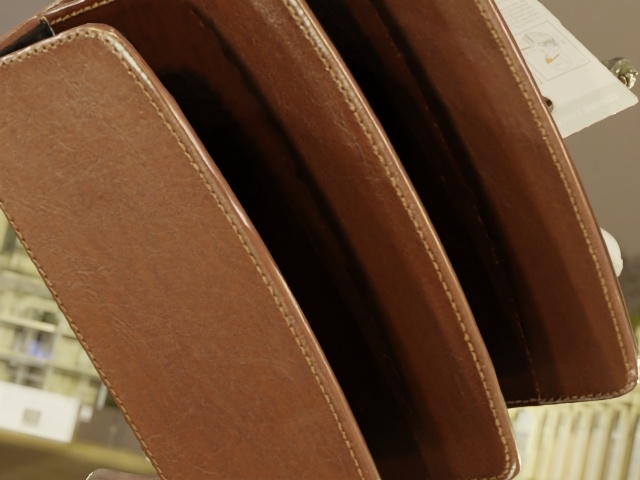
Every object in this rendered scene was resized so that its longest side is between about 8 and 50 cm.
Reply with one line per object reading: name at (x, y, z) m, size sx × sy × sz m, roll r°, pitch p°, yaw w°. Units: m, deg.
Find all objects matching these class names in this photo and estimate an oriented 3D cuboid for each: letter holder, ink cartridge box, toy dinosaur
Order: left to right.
letter holder at (0.000, 0.000, 0.720) m, size 0.214 × 0.152 × 0.302 m, roll -12°, pitch -66°, yaw 37°
ink cartridge box at (0.100, -0.194, 1.615) m, size 0.385 × 0.308 × 0.091 m, roll 49°, pitch -32°, yaw 27°
toy dinosaur at (0.294, -0.164, 1.759) m, size 0.118 × 0.064 × 0.268 m, roll -33°, pitch 1°, yaw 30°

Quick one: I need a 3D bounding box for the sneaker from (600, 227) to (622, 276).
sneaker at (0.126, -0.035, 1.148) m, size 0.232 × 0.115 × 0.090 m, roll 21°, pitch -44°, yaw 1°

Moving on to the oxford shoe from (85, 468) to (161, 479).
oxford shoe at (-0.154, 0.211, 0.999) m, size 0.271 × 0.098 × 0.097 m, roll -22°, pitch -11°, yaw -17°
